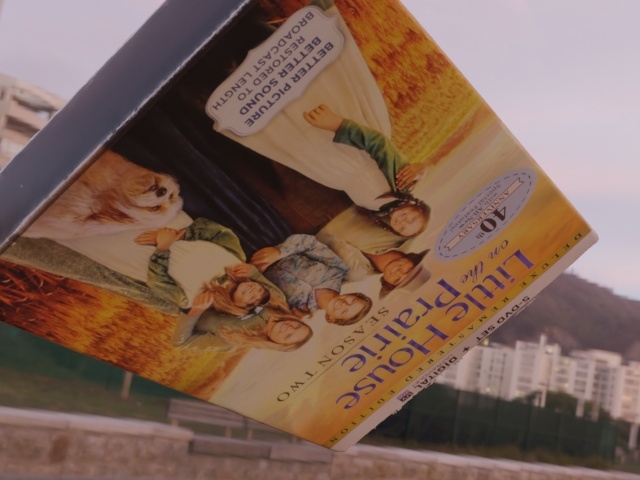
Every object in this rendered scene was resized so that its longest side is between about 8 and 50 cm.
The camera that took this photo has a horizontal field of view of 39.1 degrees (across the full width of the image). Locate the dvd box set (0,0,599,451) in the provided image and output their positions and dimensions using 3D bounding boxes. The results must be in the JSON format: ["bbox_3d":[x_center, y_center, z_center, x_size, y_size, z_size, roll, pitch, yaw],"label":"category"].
[{"bbox_3d":[0.000,0.000,0.648,0.420,0.308,0.062,36,17,-48],"label":"dvd box set"}]
